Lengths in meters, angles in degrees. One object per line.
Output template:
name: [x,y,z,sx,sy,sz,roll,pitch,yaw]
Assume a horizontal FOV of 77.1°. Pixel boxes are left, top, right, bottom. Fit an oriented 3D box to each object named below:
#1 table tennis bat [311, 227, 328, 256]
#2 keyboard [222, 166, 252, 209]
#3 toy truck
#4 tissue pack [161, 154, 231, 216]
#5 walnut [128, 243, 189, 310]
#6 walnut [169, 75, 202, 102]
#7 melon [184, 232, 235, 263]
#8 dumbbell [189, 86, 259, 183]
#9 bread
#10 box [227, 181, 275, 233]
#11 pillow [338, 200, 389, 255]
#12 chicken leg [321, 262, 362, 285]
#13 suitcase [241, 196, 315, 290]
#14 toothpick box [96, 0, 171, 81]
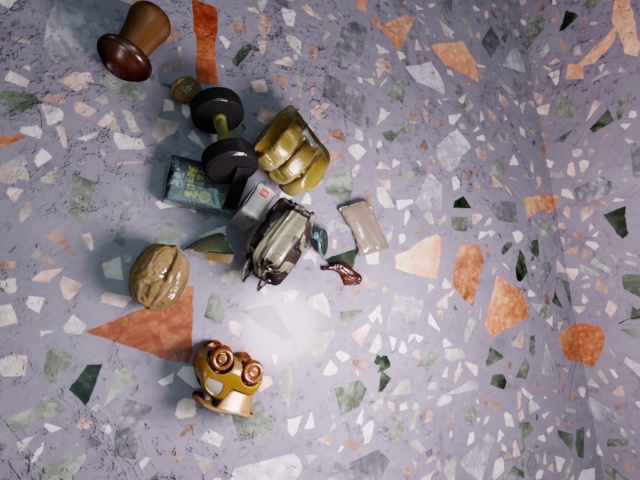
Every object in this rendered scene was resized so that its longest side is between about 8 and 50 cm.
table tennis bat: [0.000,0.000,1.725,0.033,0.201,0.124,0,76,15]
keyboard: [-0.317,-0.193,1.514,0.064,0.198,0.010,-3,45,-41]
toy truck: [-0.339,0.500,1.465,0.288,0.204,0.211,29,74,-22]
tissue pack: [-0.467,-0.211,1.563,0.257,0.081,0.185,12,77,-25]
walnut: [-0.566,0.125,1.412,0.198,0.198,0.245,28,76,-21]
walnut: [-0.528,-0.589,1.574,0.124,0.105,0.105,-22,93,-26]
melon: [-0.418,0.025,1.568,0.203,0.093,0.139,7,49,3]
dumbbell: [-0.367,-0.396,1.523,0.204,0.204,0.322,-7,67,-27]
bread: [-0.094,-0.355,1.665,0.341,0.210,0.300,53,45,-26]
box: [-0.272,-0.117,1.543,0.079,0.269,0.135,34,68,-15]
pillow: [0.206,-0.055,1.885,0.173,0.067,0.270,-23,93,-22]
chicken leg: [0.103,0.145,1.821,0.205,0.053,0.093,35,84,-14]
suitcase: [-0.181,0.029,1.528,0.194,0.351,0.339,33,69,7]
toothpick box: [-0.678,-0.726,1.476,0.192,0.192,0.294,28,65,-21]
